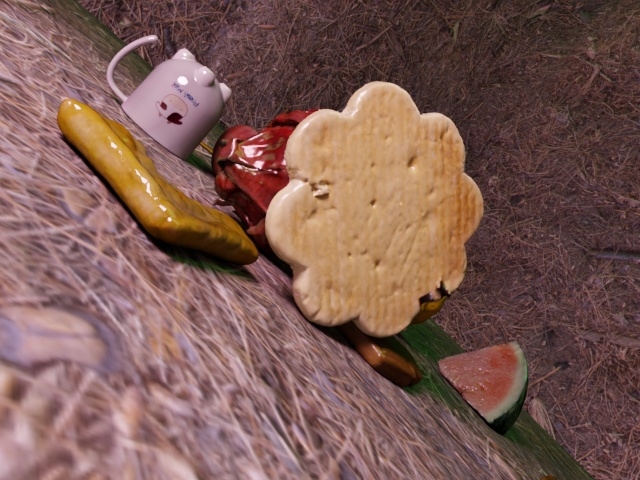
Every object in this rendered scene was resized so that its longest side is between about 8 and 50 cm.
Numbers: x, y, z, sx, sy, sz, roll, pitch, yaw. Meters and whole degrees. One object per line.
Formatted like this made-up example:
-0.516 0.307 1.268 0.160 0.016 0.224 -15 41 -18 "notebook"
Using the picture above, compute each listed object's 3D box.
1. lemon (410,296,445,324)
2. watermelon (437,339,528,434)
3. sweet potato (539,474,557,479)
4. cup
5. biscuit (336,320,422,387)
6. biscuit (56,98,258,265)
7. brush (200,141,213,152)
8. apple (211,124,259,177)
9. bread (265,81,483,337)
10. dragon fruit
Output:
0.183 0.091 1.139 0.188 0.188 0.256 41 9 -14 "lemon"
0.365 0.290 1.093 0.202 0.207 0.136 26 -20 -10 "watermelon"
0.395 0.419 0.899 0.115 0.026 0.026 34 10 -50 "sweet potato"
-0.248 -0.246 0.874 0.173 0.142 0.134 42 5 7 "cup"
0.080 0.137 0.755 0.182 0.034 0.215 45 5 29 "biscuit"
-0.150 -0.050 0.499 0.183 0.039 0.174 45 6 16 "biscuit"
-0.280 -0.229 1.301 0.218 0.010 0.082 37 7 -39 "brush"
-0.139 -0.143 1.001 0.153 0.120 0.153 40 -1 1 "apple"
0.073 -0.030 0.634 0.316 0.316 0.054 40 -12 -27 "bread"
-0.009 -0.079 0.754 0.299 0.244 0.244 21 15 -29 "dragon fruit"
